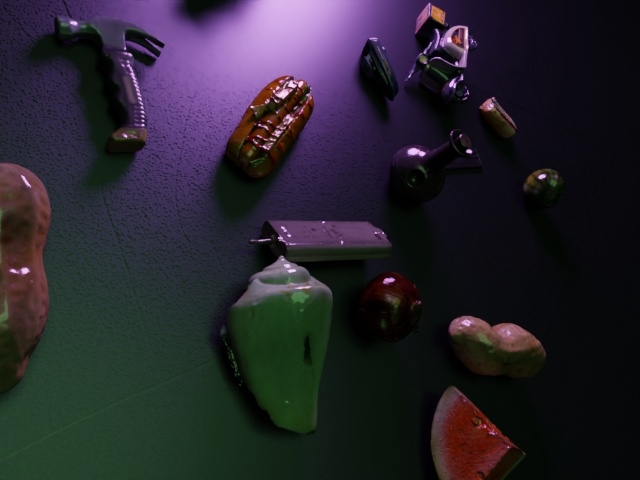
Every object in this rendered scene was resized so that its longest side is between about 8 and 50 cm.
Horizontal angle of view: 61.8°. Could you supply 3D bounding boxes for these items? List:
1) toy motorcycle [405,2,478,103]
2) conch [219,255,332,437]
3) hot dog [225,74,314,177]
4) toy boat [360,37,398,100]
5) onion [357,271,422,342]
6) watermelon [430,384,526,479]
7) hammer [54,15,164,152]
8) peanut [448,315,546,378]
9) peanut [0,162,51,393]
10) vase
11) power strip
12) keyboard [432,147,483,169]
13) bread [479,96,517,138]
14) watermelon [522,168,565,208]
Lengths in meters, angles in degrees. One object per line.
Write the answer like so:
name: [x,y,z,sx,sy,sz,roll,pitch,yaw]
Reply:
toy motorcycle: [0.293,-0.436,1.282,0.157,0.091,0.263,21,57,-15]
conch: [-0.064,0.148,0.784,0.143,0.137,0.251,27,74,-53]
hot dog: [-0.079,-0.216,0.947,0.104,0.076,0.250,39,56,-12]
toy boat: [0.131,-0.366,1.162,0.060,0.055,0.141,-23,83,-15]
onion: [0.120,0.109,0.909,0.119,0.118,0.117,57,29,1]
watermelon: [0.253,0.342,0.913,0.192,0.137,0.145,-15,43,-36]
hammer: [-0.310,-0.244,0.828,0.158,0.041,0.227,-7,73,-33]
peanut: [0.337,0.207,1.021,0.229,0.098,0.103,15,21,-28]
peanut: [-0.380,0.039,0.613,0.125,0.111,0.275,2,68,-28]
vase: [0.217,-0.150,1.042,0.120,0.183,0.120,15,61,-28]
power strip: [0.000,0.000,0.903,0.267,0.034,0.092,-1,33,-34]
keyboard: [0.319,-0.189,1.235,0.155,0.010,0.053,-7,75,-35]
bread: [0.447,-0.307,1.347,0.106,0.053,0.072,40,30,-16]
watermelon: [0.545,-0.126,1.303,0.108,0.109,0.109,14,63,-28]
